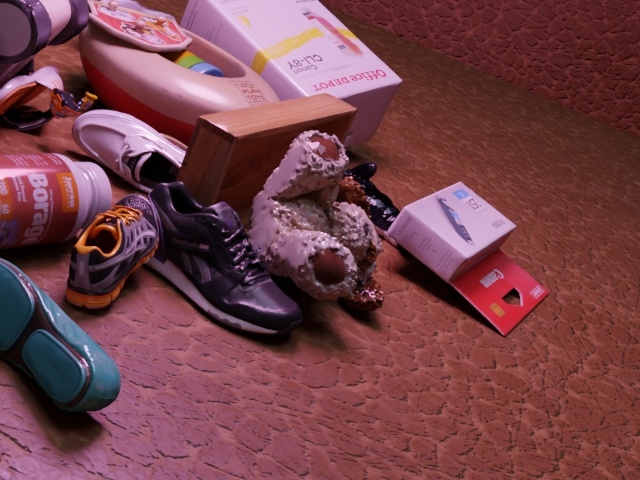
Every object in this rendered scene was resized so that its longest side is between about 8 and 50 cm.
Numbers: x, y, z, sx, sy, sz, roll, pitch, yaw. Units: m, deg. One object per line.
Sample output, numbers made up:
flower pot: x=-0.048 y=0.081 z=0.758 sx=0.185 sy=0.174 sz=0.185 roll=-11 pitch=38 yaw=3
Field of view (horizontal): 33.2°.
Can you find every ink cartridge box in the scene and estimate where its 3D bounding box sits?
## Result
ink cartridge box: x=-0.066 y=-0.364 z=2.198 sx=0.279 sy=0.160 sz=0.385 roll=-22 pitch=61 yaw=-44
ink cartridge box: x=0.280 y=0.021 z=1.871 sx=0.261 sy=0.066 sz=0.296 roll=41 pitch=25 yaw=12

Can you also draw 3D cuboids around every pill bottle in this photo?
pill bottle: x=-0.381 y=-0.053 z=1.391 sx=0.121 sy=0.121 sz=0.216 roll=36 pitch=26 yaw=29

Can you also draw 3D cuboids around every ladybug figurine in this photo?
ladybug figurine: x=-0.264 y=-0.273 z=1.954 sx=0.449 sy=0.162 sz=0.305 roll=35 pitch=26 yaw=29

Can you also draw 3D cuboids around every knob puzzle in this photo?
knob puzzle: x=-0.315 y=-0.382 z=1.902 sx=0.213 sy=0.030 sz=0.213 roll=19 pitch=23 yaw=-8

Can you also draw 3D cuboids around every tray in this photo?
tray: x=-0.091 y=-0.115 z=1.704 sx=0.076 sy=0.203 sz=0.411 roll=31 pitch=23 yaw=18

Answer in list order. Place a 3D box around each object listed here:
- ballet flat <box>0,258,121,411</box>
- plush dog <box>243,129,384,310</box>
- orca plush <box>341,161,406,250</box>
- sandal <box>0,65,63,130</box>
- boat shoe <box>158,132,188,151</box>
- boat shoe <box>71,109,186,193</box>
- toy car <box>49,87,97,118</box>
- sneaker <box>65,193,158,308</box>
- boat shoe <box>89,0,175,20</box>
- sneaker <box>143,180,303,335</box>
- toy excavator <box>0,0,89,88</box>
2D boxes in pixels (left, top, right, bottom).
ballet flat: x=-0.302 y=0.109 z=1.179 sx=0.247 sy=0.083 sz=0.087 roll=39 pitch=3 yaw=34
plush dog: x=0.000 y=0.000 z=1.606 sx=0.225 sy=0.210 sz=0.262 roll=21 pitch=55 yaw=-42
orca plush: x=0.071 y=-0.089 z=1.937 sx=0.151 sy=0.102 sz=0.287 roll=0 pitch=31 yaw=-43
sandal: x=-0.467 y=-0.215 z=1.719 sx=0.076 sy=0.102 sz=0.265 roll=50 pitch=11 yaw=-10
boat shoe: x=-0.243 y=-0.131 z=1.781 sx=0.178 sy=0.064 sz=0.060 roll=16 pitch=21 yaw=-22
boat shoe: x=-0.281 y=-0.130 z=1.701 sx=0.258 sy=0.095 sz=0.084 roll=22 pitch=18 yaw=1
toy car: x=-0.393 y=-0.210 z=1.729 sx=0.060 sy=0.040 sz=0.122 roll=47 pitch=16 yaw=16
sneaker: x=-0.263 y=-0.004 z=1.381 sx=0.084 sy=0.083 sz=0.215 roll=8 pitch=35 yaw=6
boat shoe: x=-0.435 y=-0.465 z=2.325 sx=0.119 sy=0.121 sz=0.335 roll=20 pitch=10 yaw=14
sneaker: x=-0.137 y=0.019 z=1.457 sx=0.283 sy=0.124 sz=0.107 roll=31 pitch=23 yaw=19
toy excavator: x=-0.666 y=-0.392 z=1.711 sx=0.445 sy=0.433 sz=0.222 roll=50 pitch=20 yaw=-9
